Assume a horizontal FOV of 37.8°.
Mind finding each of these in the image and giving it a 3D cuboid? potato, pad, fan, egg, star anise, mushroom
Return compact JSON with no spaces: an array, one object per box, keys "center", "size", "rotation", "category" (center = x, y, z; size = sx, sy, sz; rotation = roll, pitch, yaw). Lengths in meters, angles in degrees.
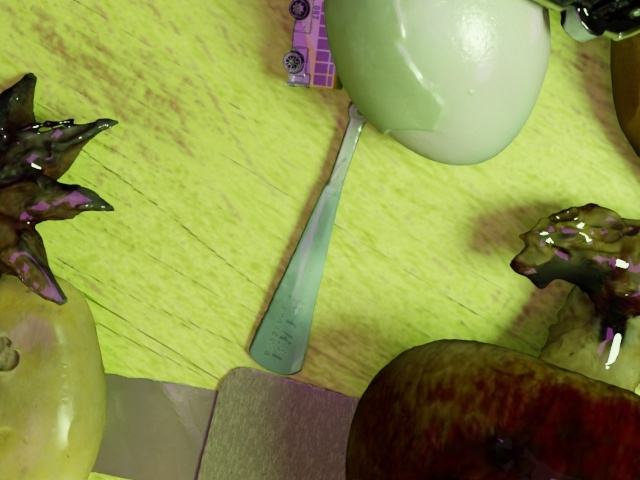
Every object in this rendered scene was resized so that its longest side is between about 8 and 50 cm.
[{"center":[-0.286,0.144,0.901],"size":[0.150,0.146,0.234],"rotation":[1,80,-22],"category":"potato"},{"center":[-0.043,0.269,0.951],"size":[0.176,0.002,0.266],"rotation":[15,101,4],"category":"pad"},{"center":[0.000,0.000,0.895],"size":[0.057,0.023,0.282],"rotation":[22,103,6],"category":"fan"},{"center":[-0.172,0.197,0.959],"size":[0.187,0.006,0.113],"rotation":[8,100,7],"category":"pad"},{"center":[0.103,-0.165,0.774],"size":[0.183,0.183,0.217],"rotation":[-26,112,11],"category":"egg"},{"center":[-0.311,-0.045,0.850],"size":[0.272,0.102,0.272],"rotation":[-7,69,20],"category":"star anise"},{"center":[0.187,0.181,0.815],"size":[0.331,0.356,0.334],"rotation":[2,137,6],"category":"mushroom"}]

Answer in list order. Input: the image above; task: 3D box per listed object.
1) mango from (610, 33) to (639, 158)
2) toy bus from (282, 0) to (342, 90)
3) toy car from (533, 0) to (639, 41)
[{"center":[0.336,-0.132,0.755],"size":[0.136,0.166,0.236],"rotation":[-41,81,-16],"category":"mango"},{"center":[0.001,-0.188,0.848],"size":[0.058,0.052,0.102],"rotation":[9,101,7],"category":"toy bus"},{"center":[0.163,-0.233,0.652],"size":[0.101,0.256,0.124],"rotation":[-25,58,49],"category":"toy car"}]
